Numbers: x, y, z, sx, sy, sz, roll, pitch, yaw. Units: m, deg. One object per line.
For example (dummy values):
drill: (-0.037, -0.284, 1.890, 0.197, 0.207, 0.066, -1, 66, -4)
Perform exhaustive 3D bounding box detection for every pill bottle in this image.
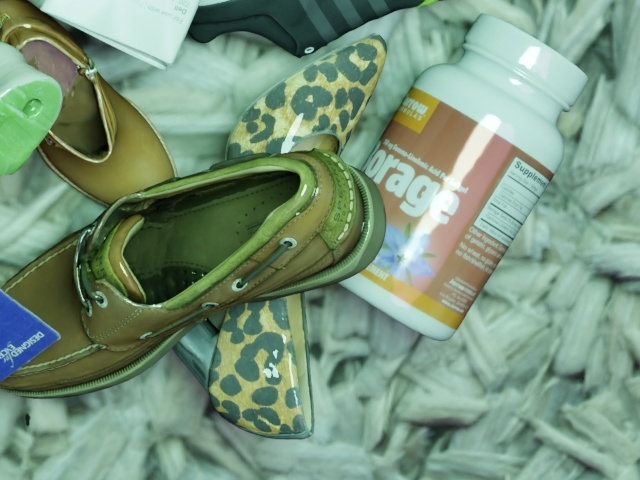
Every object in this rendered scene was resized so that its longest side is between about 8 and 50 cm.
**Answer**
pill bottle: (0.095, -0.047, 1.201, 0.121, 0.121, 0.216, 30, 93, -26)

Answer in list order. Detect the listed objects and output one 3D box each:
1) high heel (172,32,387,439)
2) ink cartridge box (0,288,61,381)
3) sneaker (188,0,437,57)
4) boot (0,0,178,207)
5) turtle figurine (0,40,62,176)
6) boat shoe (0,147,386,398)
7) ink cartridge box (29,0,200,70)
high heel: (0.000, 0.000, 1.139, 0.261, 0.186, 0.093, -49, 151, 7)
ink cartridge box: (-0.347, 0.013, 0.988, 0.176, 0.069, 0.371, -35, 123, 22)
sneaker: (0.002, -0.176, 1.165, 0.235, 0.084, 0.097, -1, 130, -20)
boot: (-0.150, -0.071, 1.082, 0.073, 0.152, 0.197, -46, 116, -3)
turtle figurine: (-0.292, -0.127, 0.956, 0.275, 0.266, 0.197, -23, 137, -33)
boat shoe: (-0.114, 0.013, 1.083, 0.307, 0.110, 0.104, -26, 159, 20)
ink cartridge box: (-0.108, -0.233, 1.046, 0.093, 0.160, 0.219, 21, 96, -24)
